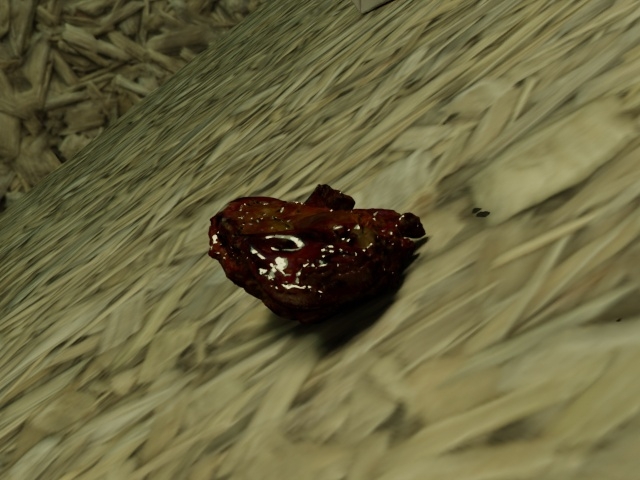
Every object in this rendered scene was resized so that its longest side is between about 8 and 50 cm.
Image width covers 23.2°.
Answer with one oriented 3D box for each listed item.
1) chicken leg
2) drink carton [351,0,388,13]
[{"bbox_3d":[-0.006,0.002,0.726,0.093,0.053,0.205,-16,16,-10],"label":"chicken leg"},{"bbox_3d":[0.098,-0.307,1.464,0.134,0.102,0.222,-45,12,-20],"label":"drink carton"}]
